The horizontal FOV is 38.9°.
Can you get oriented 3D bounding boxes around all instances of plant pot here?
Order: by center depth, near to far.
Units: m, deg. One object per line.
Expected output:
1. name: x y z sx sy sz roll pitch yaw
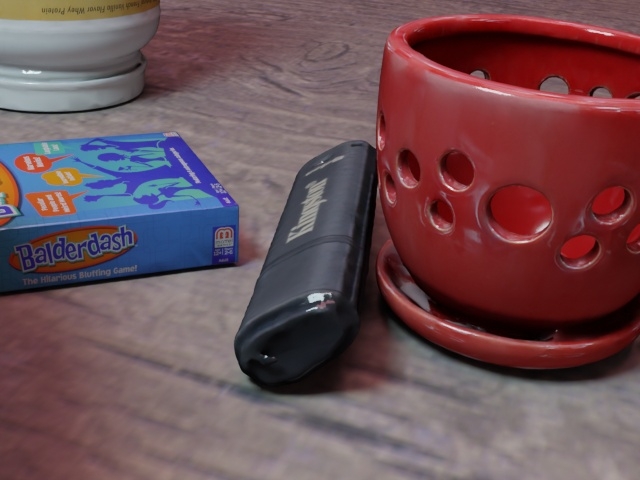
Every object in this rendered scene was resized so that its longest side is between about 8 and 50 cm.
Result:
1. plant pot: 0.125 -0.029 0.536 0.191 0.174 0.191 3 24 -1

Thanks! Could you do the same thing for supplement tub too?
1. supplement tub: -0.274 -0.307 0.904 0.228 0.316 0.228 3 24 -2

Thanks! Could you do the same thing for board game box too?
1. board game box: -0.180 -0.024 0.629 0.210 0.047 0.160 -8 27 -23

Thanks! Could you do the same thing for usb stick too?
1. usb stick: 0.000 0.000 0.584 0.077 0.045 0.278 -35 16 19
